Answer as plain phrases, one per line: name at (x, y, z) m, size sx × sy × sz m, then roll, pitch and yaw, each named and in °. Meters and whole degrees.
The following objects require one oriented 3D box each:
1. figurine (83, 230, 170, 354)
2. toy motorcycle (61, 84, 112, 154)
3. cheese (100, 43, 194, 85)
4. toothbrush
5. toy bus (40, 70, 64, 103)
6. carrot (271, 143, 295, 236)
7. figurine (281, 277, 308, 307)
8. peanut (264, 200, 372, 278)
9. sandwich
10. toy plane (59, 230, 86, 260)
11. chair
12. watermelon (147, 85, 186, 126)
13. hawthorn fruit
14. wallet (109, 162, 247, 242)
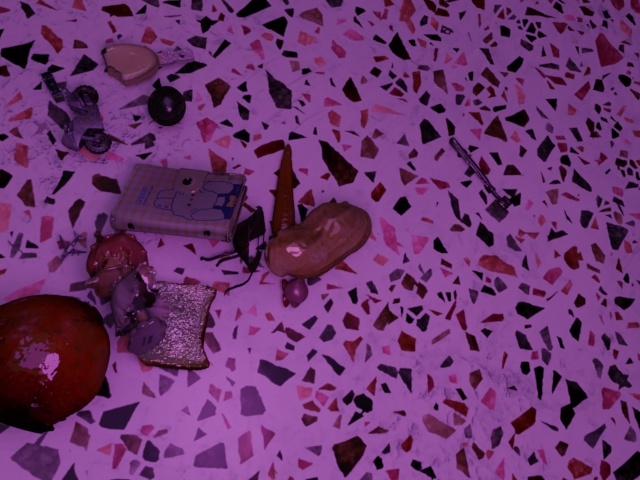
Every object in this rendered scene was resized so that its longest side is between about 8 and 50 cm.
figurine at (-0.476, 0.087, 1.289) m, size 0.166 × 0.207 × 0.387 m, roll -13°, pitch 51°, yaw -36°
toy motorcycle at (-0.641, -0.319, 1.463) m, size 0.122 × 0.080 × 0.215 m, roll -14°, pitch 72°, yaw -22°
cheese at (-0.493, -0.518, 1.578) m, size 0.255 × 0.050 × 0.127 m, roll -14°, pitch 77°, yaw -19°
toothbrush at (0.523, -0.224, 1.786) m, size 0.297 × 0.030 × 0.030 m, roll 51°, pitch 41°, yaw 6°
toy bus at (-0.731, -0.420, 1.487) m, size 0.031 × 0.037 × 0.083 m, roll -29°, pitch 82°, yaw -21°
carrot at (-0.105, -0.129, 1.562) m, size 0.069 × 0.069 × 0.336 m, roll 5°, pitch 69°, yaw -14°
figurine at (-0.068, 0.142, 1.482) m, size 0.071 × 0.067 × 0.083 m, roll -5°, pitch 90°, yaw 3°
peanut at (0.001, 0.005, 1.481) m, size 0.340 × 0.174 × 0.158 m, roll -38°, pitch 64°, yaw -26°
sandwich at (-0.361, 0.214, 1.377) m, size 0.186 × 0.065 × 0.215 m, roll 10°, pitch 70°, yaw -13°
toy plane at (-0.635, 0.017, 1.383) m, size 0.078 × 0.024 × 0.084 m, roll 38°, pitch 66°, yaw -22°
chair at (-0.207, 0.013, 1.430) m, size 0.213 × 0.174 × 0.149 m, roll -30°, pitch 53°, yaw -24°
watermelon at (-0.435, -0.365, 1.517) m, size 0.105 × 0.105 × 0.133 m, roll 32°, pitch 66°, yaw -4°
hawthorn fruit at (-0.607, 0.267, 1.177) m, size 0.315 × 0.316 × 0.316 m, roll 5°, pitch 72°, yaw -14°
wallet at (-0.355, -0.097, 1.397) m, size 0.309 × 0.077 × 0.223 m, roll 6°, pitch 48°, yaw 8°
